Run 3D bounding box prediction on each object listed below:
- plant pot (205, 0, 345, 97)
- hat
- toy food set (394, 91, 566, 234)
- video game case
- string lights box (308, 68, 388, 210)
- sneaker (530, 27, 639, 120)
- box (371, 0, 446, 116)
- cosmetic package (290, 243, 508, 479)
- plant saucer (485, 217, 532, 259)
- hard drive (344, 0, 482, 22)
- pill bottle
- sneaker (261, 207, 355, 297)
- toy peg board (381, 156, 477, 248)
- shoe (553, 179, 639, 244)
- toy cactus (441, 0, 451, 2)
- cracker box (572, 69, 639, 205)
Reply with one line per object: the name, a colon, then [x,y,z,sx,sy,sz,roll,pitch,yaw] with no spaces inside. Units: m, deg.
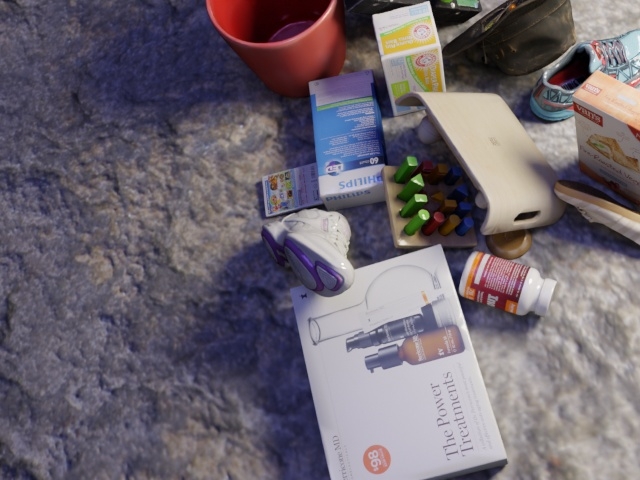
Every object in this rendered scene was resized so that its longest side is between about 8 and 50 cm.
plant pot: [-0.066,-0.432,1.536,0.274,0.243,0.275,-5,67,11]
hat: [0.390,-0.389,1.425,0.331,0.331,0.134,-34,100,-1]
toy food set: [0.287,-0.148,1.378,0.219,0.092,0.306,-7,59,-38]
video game case: [-0.055,-0.100,1.514,0.122,0.011,0.087,-13,71,18]
string lights box: [0.057,-0.199,1.503,0.133,0.077,0.260,-9,67,10]
sneaker: [0.514,-0.318,1.412,0.261,0.125,0.104,-32,66,0]
box: [0.173,-0.342,1.462,0.114,0.203,0.103,-12,66,9]
cosmetic package: [0.126,0.225,1.306,0.284,0.097,0.378,-18,65,9]
plant saucer: [0.342,-0.006,1.389,0.083,0.015,0.084,-5,68,12]
hard drive: [0.158,-0.547,1.478,0.064,0.338,0.237,-23,81,50]
pill bottle: [0.323,0.078,1.320,0.151,0.086,0.086,17,73,20]
sneaker: [0.000,0.000,1.355,0.152,0.114,0.305,-28,25,-14]
toy peg board: [0.208,-0.074,1.376,0.160,0.079,0.161,0,66,-18]
shoe: [0.501,-0.041,1.320,0.219,0.076,0.058,25,111,8]
toy cactus: [0.259,-0.547,1.464,0.112,0.180,0.219,-28,63,36]
cracker box: [0.509,-0.161,1.278,0.067,0.232,0.155,-45,55,-7]
